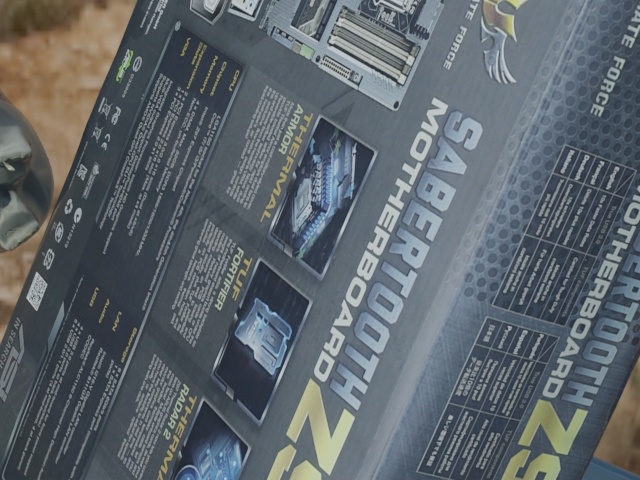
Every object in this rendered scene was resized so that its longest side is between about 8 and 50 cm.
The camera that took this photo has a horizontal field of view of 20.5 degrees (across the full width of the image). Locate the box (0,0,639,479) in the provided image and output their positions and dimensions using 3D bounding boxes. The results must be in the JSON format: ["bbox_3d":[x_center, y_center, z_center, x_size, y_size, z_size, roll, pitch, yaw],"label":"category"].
[{"bbox_3d":[0.000,0.000,0.436,0.059,0.233,0.183,15,13,-33],"label":"box"}]

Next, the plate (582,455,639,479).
[{"bbox_3d":[0.139,0.117,0.795,0.188,0.188,0.024,23,86,17],"label":"plate"}]

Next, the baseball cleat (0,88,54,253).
[{"bbox_3d":[-0.163,-0.078,0.611,0.072,0.206,0.109,-35,48,-16],"label":"baseball cleat"}]
